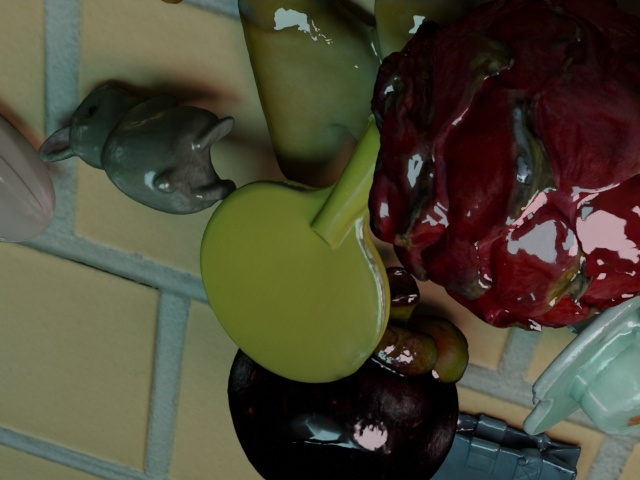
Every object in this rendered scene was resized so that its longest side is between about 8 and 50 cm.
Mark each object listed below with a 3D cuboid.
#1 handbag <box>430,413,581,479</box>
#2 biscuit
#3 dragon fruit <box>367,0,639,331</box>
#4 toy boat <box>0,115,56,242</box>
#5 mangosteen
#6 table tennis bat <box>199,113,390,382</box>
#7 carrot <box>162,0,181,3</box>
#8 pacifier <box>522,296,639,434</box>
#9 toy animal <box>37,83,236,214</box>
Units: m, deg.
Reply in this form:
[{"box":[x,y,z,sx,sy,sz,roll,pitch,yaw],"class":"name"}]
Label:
[{"box":[0.200,0.277,2.366,0.229,0.062,0.179,15,140,8],"class":"handbag"},{"box":[0.046,-0.145,1.915,0.237,0.062,0.291,8,143,16],"class":"biscuit"},{"box":[0.193,-0.073,1.717,0.329,0.329,0.329,13,142,10],"class":"dragon fruit"},{"box":[-0.422,-0.098,2.140,0.140,0.141,0.269,-13,134,37],"class":"toy boat"},{"box":[0.035,0.163,2.156,0.287,0.233,0.287,12,142,10],"class":"mangosteen"},{"box":[0.000,0.000,1.959,0.224,0.054,0.369,41,130,9],"class":"table tennis bat"},{"box":[-0.082,-0.298,1.799,0.057,0.057,0.224,39,137,-22],"class":"carrot"},{"box":[0.286,0.054,1.953,0.269,0.288,0.343,51,167,14],"class":"pacifier"},{"box":[-0.212,-0.106,2.047,0.251,0.125,0.127,15,173,35],"class":"toy animal"}]
